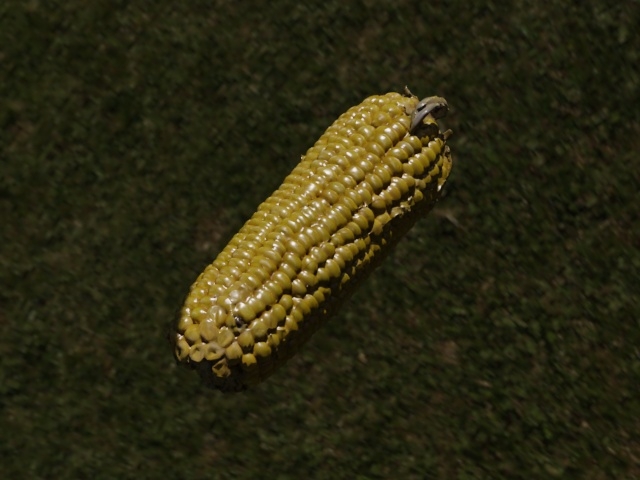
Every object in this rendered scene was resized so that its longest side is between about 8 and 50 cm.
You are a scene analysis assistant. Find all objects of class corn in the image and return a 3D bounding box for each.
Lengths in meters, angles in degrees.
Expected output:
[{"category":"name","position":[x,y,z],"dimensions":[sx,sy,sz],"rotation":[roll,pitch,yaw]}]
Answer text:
[{"category":"corn","position":[0.000,0.000,0.961],"dimensions":[0.106,0.106,0.293],"rotation":[14,50,34]}]
